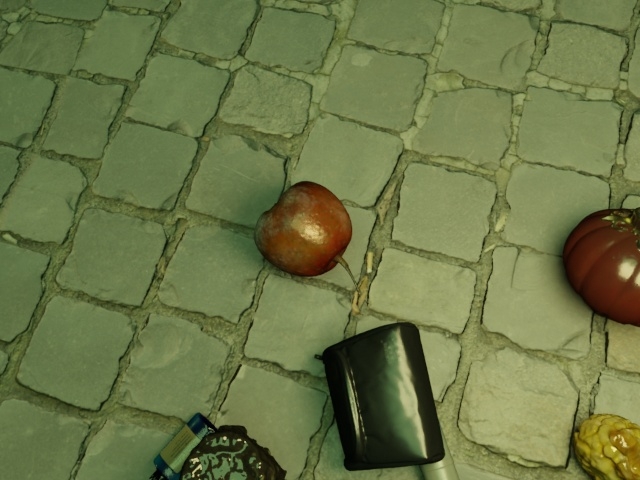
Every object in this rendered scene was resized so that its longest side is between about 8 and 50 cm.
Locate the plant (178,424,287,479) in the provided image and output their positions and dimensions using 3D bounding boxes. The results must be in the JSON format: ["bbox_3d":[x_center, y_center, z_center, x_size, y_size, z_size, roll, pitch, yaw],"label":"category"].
[{"bbox_3d":[-0.189,0.506,1.167,0.188,0.276,0.199,37,69,10],"label":"plant"}]

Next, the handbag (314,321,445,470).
[{"bbox_3d":[0.103,0.347,1.202,0.275,0.178,0.301,-20,70,26],"label":"handbag"}]

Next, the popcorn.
[{"bbox_3d":[0.634,0.457,1.173,0.170,0.180,0.179,-20,68,33],"label":"popcorn"}]

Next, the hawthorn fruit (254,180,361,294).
[{"bbox_3d":[-0.031,-0.025,1.361,0.263,0.231,0.234,25,76,-30],"label":"hawthorn fruit"}]

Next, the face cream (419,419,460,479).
[{"bbox_3d":[0.259,0.499,1.230,0.077,0.077,0.250,-16,71,-1],"label":"face cream"}]

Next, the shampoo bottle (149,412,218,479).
[{"bbox_3d":[-0.322,0.500,1.290,0.087,0.050,0.183,40,79,12],"label":"shampoo bottle"}]

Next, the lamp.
[{"bbox_3d":[0.706,0.057,1.240,0.303,0.256,0.303,7,38,-5],"label":"lamp"}]
